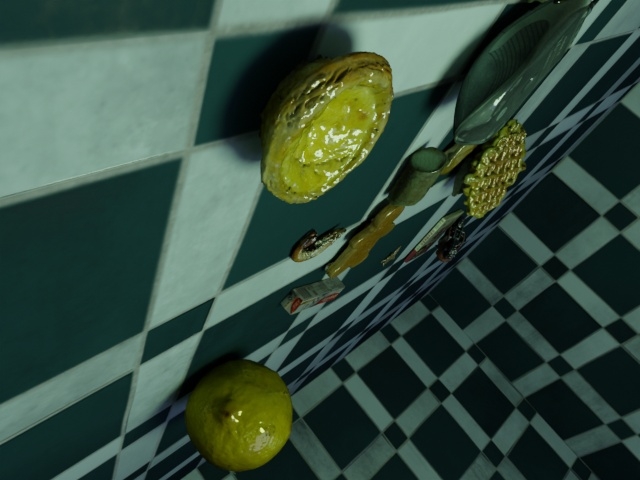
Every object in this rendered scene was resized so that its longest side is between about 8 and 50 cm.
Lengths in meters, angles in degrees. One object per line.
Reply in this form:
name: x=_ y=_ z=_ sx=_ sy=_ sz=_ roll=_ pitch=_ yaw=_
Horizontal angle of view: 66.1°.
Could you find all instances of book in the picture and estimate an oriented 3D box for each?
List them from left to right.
book: x=0.408 y=-0.016 z=1.771 sx=0.162 sy=0.022 sz=0.232 roll=-22 pitch=156 yaw=-50

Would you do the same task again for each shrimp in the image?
shrimp: x=0.000 y=0.000 z=0.917 sx=0.127 sy=0.025 sz=0.091 roll=-30 pitch=159 yaw=-23

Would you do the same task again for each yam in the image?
yam: x=0.186 y=-0.115 z=0.957 sx=0.069 sy=0.070 sz=0.146 roll=-29 pitch=159 yaw=-33

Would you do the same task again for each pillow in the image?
pillow: x=0.420 y=-0.192 z=1.294 sx=0.208 sy=0.053 sz=0.119 roll=-29 pitch=150 yaw=-35

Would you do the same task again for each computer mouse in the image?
computer mouse: x=0.328 y=-0.303 z=0.770 sx=0.379 sy=0.090 sz=0.167 roll=-45 pitch=164 yaw=-5

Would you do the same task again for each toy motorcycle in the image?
toy motorcycle: x=0.488 y=0.001 z=1.842 sx=0.212 sy=0.084 sz=0.118 roll=-61 pitch=176 yaw=-39

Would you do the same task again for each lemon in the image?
lemon: x=-0.186 y=0.404 z=1.146 sx=0.260 sy=0.260 sz=0.284 roll=-35 pitch=140 yaw=-20

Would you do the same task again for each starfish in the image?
starfish: x=0.228 y=0.050 z=1.562 sx=0.092 sy=0.016 sz=0.086 roll=-50 pitch=163 yaw=20

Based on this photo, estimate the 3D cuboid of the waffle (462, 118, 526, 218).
waffle: x=0.439 y=-0.172 z=1.228 sx=0.238 sy=0.058 sz=0.243 roll=-51 pitch=141 yaw=-10

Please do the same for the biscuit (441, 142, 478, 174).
biscuit: x=0.308 y=-0.221 z=1.013 sx=0.174 sy=0.039 sz=0.183 roll=-39 pitch=163 yaw=0

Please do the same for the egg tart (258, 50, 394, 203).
egg tart: x=-0.001 y=-0.124 z=0.517 sx=0.191 sy=0.074 sz=0.191 roll=-36 pitch=162 yaw=-14

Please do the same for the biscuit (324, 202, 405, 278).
biscuit: x=0.105 y=-0.009 z=1.105 sx=0.158 sy=0.035 sz=0.240 roll=-23 pitch=157 yaw=-51

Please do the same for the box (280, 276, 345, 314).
box: x=-0.013 y=0.131 z=1.192 sx=0.055 sy=0.039 sz=0.218 roll=-49 pitch=161 yaw=22

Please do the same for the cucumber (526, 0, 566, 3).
cucumber: x=0.350 y=-0.390 z=0.579 sx=0.325 sy=0.105 sz=0.145 roll=-31 pitch=134 yaw=-30
